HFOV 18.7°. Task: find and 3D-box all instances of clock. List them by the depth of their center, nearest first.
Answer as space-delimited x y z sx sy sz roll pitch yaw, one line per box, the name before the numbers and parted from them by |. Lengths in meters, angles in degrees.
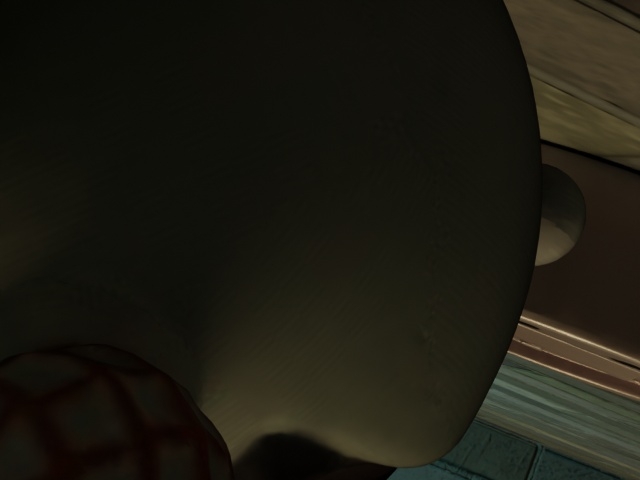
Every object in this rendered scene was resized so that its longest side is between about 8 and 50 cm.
clock | 0.111 0.017 0.812 0.197 0.068 0.197 21 175 2

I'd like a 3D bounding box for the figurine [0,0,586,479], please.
figurine | -0.075 -0.054 0.387 0.370 0.167 0.281 41 -164 -45
